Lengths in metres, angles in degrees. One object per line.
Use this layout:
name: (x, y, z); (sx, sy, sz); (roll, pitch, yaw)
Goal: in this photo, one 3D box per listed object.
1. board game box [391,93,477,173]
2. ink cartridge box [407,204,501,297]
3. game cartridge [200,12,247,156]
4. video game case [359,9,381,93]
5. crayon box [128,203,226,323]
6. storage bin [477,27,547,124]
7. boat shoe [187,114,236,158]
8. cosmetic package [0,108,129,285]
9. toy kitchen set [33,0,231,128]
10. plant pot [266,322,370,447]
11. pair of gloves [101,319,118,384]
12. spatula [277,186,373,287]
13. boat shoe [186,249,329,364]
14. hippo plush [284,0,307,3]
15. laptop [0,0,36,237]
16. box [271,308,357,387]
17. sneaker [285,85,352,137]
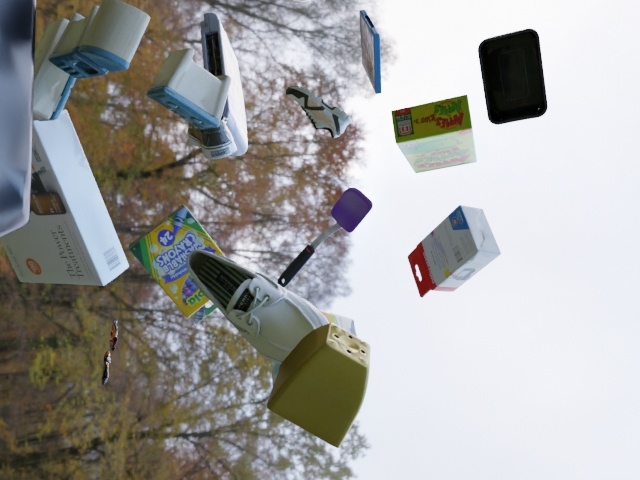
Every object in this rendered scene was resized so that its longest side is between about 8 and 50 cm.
board game box: (0.156, -0.135, 0.768); (0.092, 0.181, 0.043); (-10, -98, 16)
ink cartridge box: (0.320, 0.035, 1.418); (0.231, 0.078, 0.134); (-50, -137, 46)
game cartridge: (-0.227, -0.362, 1.378); (0.196, 0.060, 0.294); (80, 1, -72)
video game case: (0.102, -0.388, 1.182); (0.166, 0.015, 0.119); (-100, -178, -52)
crayon box: (-0.388, 0.081, 1.731); (0.323, 0.203, 0.083); (54, -9, -17)
storage bin: (0.410, -0.349, 1.229); (0.122, 0.084, 0.180); (-7, -74, 23)
boat shoe: (-0.200, -0.208, 1.048); (0.219, 0.077, 0.070); (-138, -147, -60)
cosmetic package: (-0.621, -0.084, 1.284); (0.284, 0.097, 0.377); (0, -62, 29)
toy kitchen set: (-0.242, -0.178, 0.702); (0.207, 0.166, 0.122); (11, -104, 46)
plant pot: (0.008, 0.131, 0.565); (0.083, 0.081, 0.081); (-58, -176, 19)
pair of gloves: (-0.299, 0.157, 0.817); (0.074, 0.010, 0.083); (-140, -116, -66)
spatula: (0.000, 0.000, 1.346); (0.296, 0.030, 0.084); (-46, -115, 6)
boat shoe: (-0.083, 0.081, 0.694); (0.226, 0.076, 0.083); (25, -100, 32)
hippo plush: (-0.078, -0.505, 0.798); (0.294, 0.234, 0.237); (56, 15, -63)
laptop: (-0.429, -0.152, 0.399); (0.408, 0.236, 0.382); (-58, 164, -67)
box: (-0.013, 0.255, 1.195); (0.203, 0.103, 0.114); (-59, -156, 30)
sneaker: (-0.007, -0.194, 0.870); (0.044, 0.109, 0.040); (-59, -176, 5)
